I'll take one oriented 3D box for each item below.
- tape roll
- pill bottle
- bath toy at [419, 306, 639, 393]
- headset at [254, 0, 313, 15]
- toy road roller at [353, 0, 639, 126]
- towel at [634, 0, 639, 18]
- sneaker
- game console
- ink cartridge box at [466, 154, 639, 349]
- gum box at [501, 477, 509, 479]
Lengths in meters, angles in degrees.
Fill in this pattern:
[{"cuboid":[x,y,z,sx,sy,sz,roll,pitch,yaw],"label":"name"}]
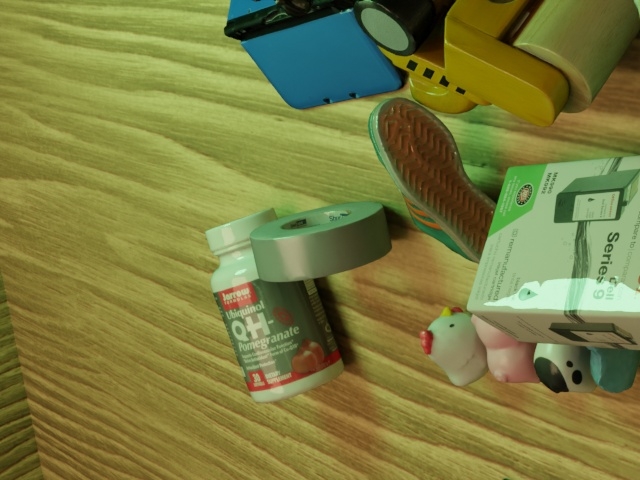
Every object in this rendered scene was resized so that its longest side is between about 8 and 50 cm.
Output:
[{"cuboid":[0.000,0.000,1.763,0.219,0.219,0.072,0,107,51],"label":"tape roll"},{"cuboid":[-0.089,0.111,1.964,0.176,0.176,0.318,-17,94,53],"label":"pill bottle"},{"cuboid":[0.275,0.136,1.567,0.348,0.129,0.151,-8,67,52],"label":"bath toy"},{"cuboid":[-0.082,-0.500,1.604,0.243,0.185,0.394,-32,63,41],"label":"headset"},{"cuboid":[0.218,-0.252,1.387,0.329,0.202,0.240,30,162,23],"label":"toy road roller"},{"cuboid":[0.463,-0.210,1.021,0.320,0.090,0.374,-19,69,25],"label":"towel"},{"cuboid":[0.150,-0.076,1.560,0.302,0.108,0.121,50,163,-24],"label":"sneaker"},{"cuboid":[0.000,-0.363,1.745,0.293,0.173,0.250,-2,74,51],"label":"game console"},{"cuboid":[0.343,0.014,1.344,0.289,0.121,0.211,-3,63,51],"label":"ink cartridge box"},{"cuboid":[0.349,0.468,1.709,0.184,0.041,0.157,11,116,47],"label":"gum box"}]
